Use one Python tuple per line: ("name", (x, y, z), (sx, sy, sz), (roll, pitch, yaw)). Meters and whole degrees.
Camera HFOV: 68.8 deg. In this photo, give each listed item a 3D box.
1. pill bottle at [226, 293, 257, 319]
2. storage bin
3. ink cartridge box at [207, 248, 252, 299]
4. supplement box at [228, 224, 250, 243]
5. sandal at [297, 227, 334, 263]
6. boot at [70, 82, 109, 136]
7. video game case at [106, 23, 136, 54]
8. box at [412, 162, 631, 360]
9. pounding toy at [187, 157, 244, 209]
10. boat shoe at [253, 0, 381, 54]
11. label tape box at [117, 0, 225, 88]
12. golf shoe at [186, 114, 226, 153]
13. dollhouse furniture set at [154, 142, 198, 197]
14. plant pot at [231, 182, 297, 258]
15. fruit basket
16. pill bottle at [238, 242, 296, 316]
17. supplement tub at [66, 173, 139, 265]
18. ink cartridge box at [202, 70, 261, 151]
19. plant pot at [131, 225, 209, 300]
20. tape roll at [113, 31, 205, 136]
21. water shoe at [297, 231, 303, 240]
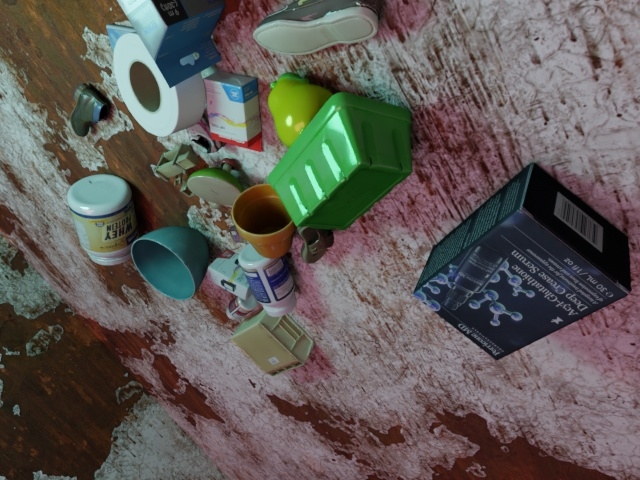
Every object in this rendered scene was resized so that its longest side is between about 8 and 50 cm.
("pill bottle", (-0.327, 0.270, 1.914), (0.086, 0.086, 0.152), (44, 136, -7))
("storage bin", (-0.200, 0.416, 1.929), (0.260, 0.123, 0.262), (46, 135, -10))
("ink cartridge box", (-0.317, 0.126, 1.760), (0.175, 0.127, 0.072), (27, 132, 10))
("supplement box", (-0.278, -0.024, 1.672), (0.083, 0.043, 0.055), (5, 128, 28))
("sandal", (0.001, 0.000, 1.425), (0.086, 0.120, 0.303), (55, 166, 23))
("boot", (-0.812, -0.431, 1.647), (0.106, 0.082, 0.219), (37, 134, 5))
("video game case", (-0.543, -0.545, 1.425), (0.212, 0.023, 0.193), (17, 132, 20))
("box", (0.475, 0.066, 1.152), (0.293, 0.212, 0.395), (37, 137, -1))
("pounding toy", (-0.322, -0.194, 1.539), (0.182, 0.110, 0.237), (4, 157, 16))
("boat shoe", (-0.012, -0.507, 1.070), (0.324, 0.097, 0.116), (5, 168, 33))
("label tape box", (-0.354, -0.578, 1.125), (0.105, 0.241, 0.334), (-11, 119, 36))
("golf shoe", (-0.383, -0.346, 1.444), (0.186, 0.086, 0.067), (40, 137, -1))
("dollhouse furniture set", (-0.430, -0.245, 1.577), (0.181, 0.101, 0.161), (-11, 143, 37))
("plant pot", (-0.163, -0.045, 1.490), (0.205, 0.205, 0.188), (21, 150, 17))
("fruit basket", (0.019, -0.255, 1.198), (0.392, 0.282, 0.392), (-6, 82, 54))
("pill bottle", (-0.179, 0.136, 1.659), (0.153, 0.153, 0.265), (5, 130, 29))
("supplement tub", (-0.852, -0.077, 1.858), (0.228, 0.228, 0.316), (23, 135, 14))
("ink cartridge box", (-0.250, -0.357, 1.355), (0.134, 0.078, 0.231), (18, 132, 20))
("plant pot", (-0.543, 0.056, 1.795), (0.290, 0.195, 0.290), (17, 133, 19))
("tape roll", (-0.458, -0.446, 1.325), (0.286, 0.100, 0.286), (23, 130, 31))
("water shoe", (-0.044, -0.061, 1.467), (0.073, 0.080, 0.203), (30, 136, 8))
